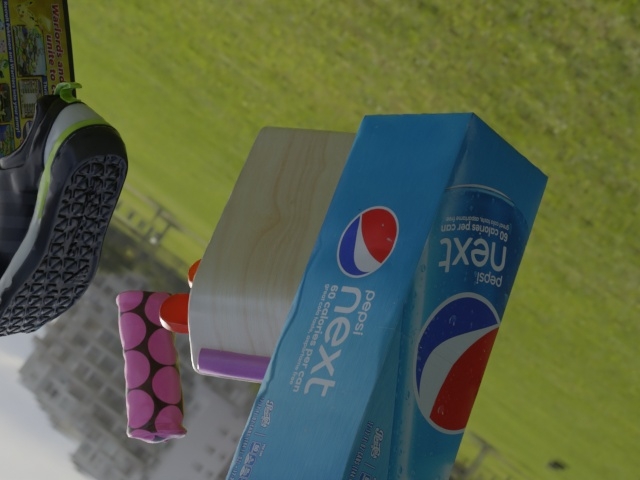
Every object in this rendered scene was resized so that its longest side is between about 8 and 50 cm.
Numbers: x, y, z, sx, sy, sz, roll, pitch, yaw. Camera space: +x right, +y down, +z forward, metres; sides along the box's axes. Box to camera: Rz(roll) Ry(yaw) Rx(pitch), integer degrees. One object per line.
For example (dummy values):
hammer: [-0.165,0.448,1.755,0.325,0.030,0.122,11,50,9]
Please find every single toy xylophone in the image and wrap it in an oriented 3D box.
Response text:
toy xylophone: [0.000,0.000,1.210,0.236,0.323,0.081,11,136,20]

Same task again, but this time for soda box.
soda box: [0.029,0.049,0.587,0.071,0.210,0.067,4,159,47]

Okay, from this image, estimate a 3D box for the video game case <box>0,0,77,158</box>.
video game case: [-0.346,-0.118,1.317,0.035,0.275,0.248,0,-172,36]

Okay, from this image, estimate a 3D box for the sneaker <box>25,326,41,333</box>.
sneaker: [-0.333,-0.016,1.589,0.104,0.262,0.125,23,151,-22]

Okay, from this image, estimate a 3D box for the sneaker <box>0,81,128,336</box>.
sneaker: [-0.226,-0.025,1.057,0.084,0.235,0.097,-6,-133,-48]

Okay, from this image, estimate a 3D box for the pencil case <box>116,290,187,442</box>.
pencil case: [-0.227,0.173,1.765,0.095,0.209,0.098,-1,161,-13]
